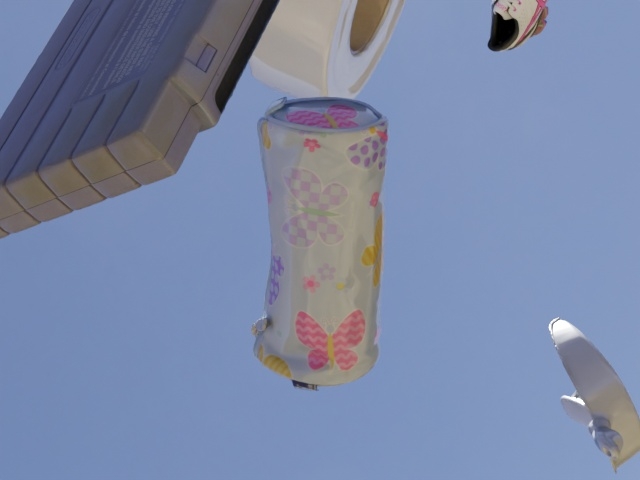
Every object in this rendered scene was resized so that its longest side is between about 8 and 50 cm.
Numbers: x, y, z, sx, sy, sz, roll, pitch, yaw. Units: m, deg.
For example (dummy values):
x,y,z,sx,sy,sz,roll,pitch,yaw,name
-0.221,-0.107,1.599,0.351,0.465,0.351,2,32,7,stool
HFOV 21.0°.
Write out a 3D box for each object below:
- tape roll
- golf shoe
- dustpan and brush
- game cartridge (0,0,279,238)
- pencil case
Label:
x,y,z,sx,sy,sz,roll,pitch,yaw,name
0.021,-0.294,1.958,0.286,0.100,0.286,22,-90,-78,tape roll
0.259,-0.317,2.199,0.086,0.067,0.186,-38,-30,-36,golf shoe
0.248,0.155,1.537,0.060,0.147,0.211,-27,9,-7,dustpan and brush
-0.133,-0.158,1.355,0.230,0.355,0.068,-12,-51,36,game cartridge
0.000,0.000,1.636,0.113,0.124,0.273,-41,-42,-61,pencil case
